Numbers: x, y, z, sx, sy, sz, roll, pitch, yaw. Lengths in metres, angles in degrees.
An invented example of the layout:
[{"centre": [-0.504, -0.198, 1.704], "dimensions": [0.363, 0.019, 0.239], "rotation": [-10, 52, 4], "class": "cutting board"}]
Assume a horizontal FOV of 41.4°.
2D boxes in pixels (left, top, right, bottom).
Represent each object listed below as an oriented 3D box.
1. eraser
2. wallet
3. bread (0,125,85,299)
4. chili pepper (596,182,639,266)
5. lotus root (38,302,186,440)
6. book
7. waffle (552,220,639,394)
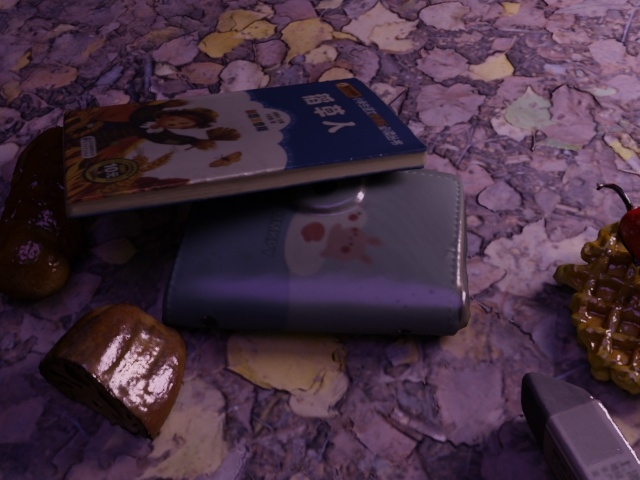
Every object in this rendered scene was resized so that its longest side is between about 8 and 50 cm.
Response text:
[{"centre": [0.277, 0.262, 0.741], "dimensions": [0.061, 0.089, 0.351], "rotation": [-20, 49, -4], "class": "eraser"}, {"centre": [0.000, 0.000, 1.030], "dimensions": [0.361, 0.083, 0.252], "rotation": [1, 53, 9], "class": "wallet"}, {"centre": [-0.370, -0.063, 1.143], "dimensions": [0.124, 0.084, 0.344], "rotation": [-6, 47, 4], "class": "bread"}, {"centre": [0.375, 0.026, 0.895], "dimensions": [0.059, 0.050, 0.268], "rotation": [-17, 53, -9], "class": "chili pepper"}, {"centre": [-0.231, 0.130, 0.944], "dimensions": [0.160, 0.095, 0.135], "rotation": [13, 48, 13], "class": "lotus root"}, {"centre": [-0.112, -0.132, 1.097], "dimensions": [0.428, 0.039, 0.300], "rotation": [-10, 29, -13], "class": "book"}, {"centre": [0.386, 0.066, 0.921], "dimensions": [0.238, 0.058, 0.243], "rotation": [-16, 49, -4], "class": "waffle"}]
